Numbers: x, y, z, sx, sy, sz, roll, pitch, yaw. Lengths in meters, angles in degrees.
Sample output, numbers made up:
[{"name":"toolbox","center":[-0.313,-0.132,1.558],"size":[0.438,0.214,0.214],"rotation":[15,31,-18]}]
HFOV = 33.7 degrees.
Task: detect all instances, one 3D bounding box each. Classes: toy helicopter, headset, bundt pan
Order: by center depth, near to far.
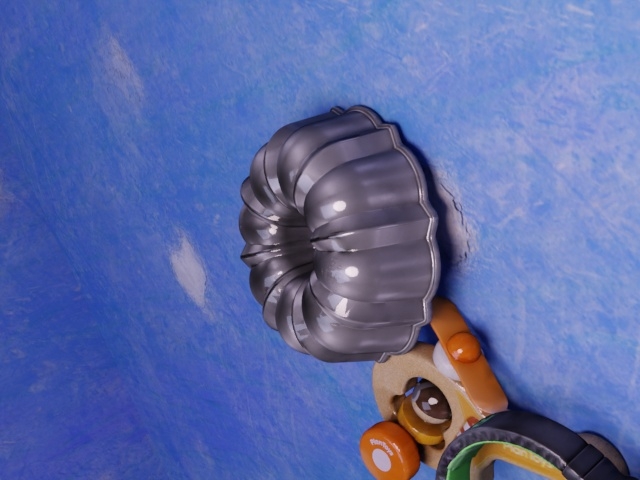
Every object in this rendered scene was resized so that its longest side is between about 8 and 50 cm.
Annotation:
[{"name":"headset","center":[0.267,0.366,1.118],"size":[0.394,0.185,0.243],"rotation":[44,135,20]},{"name":"toy helicopter","center":[0.205,0.211,1.276],"size":[0.355,0.140,0.235],"rotation":[18,121,40]},{"name":"bundt pan","center":[0.000,0.000,1.309],"size":[0.331,0.124,0.331],"rotation":[23,118,55]}]
